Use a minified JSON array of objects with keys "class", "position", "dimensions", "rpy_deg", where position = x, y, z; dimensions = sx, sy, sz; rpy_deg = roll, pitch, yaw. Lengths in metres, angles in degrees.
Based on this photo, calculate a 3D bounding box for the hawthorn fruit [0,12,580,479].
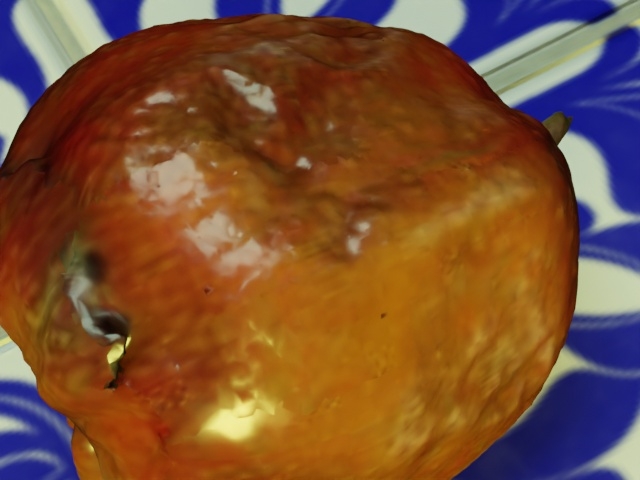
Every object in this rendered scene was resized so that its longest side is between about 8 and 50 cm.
[{"class":"hawthorn fruit","position":[-0.011,0.008,0.561],"dimensions":[0.179,0.173,0.173],"rpy_deg":[-7,48,10]}]
